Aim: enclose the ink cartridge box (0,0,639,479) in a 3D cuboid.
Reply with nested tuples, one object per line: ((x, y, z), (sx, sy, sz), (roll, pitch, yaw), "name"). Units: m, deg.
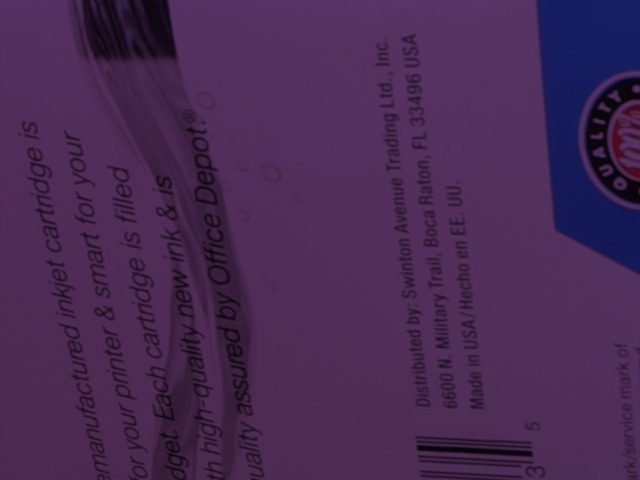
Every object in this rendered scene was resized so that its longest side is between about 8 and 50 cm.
((0.000, 0.000, 0.749), (0.395, 0.285, 0.166), (1, 27, 19), "ink cartridge box")
